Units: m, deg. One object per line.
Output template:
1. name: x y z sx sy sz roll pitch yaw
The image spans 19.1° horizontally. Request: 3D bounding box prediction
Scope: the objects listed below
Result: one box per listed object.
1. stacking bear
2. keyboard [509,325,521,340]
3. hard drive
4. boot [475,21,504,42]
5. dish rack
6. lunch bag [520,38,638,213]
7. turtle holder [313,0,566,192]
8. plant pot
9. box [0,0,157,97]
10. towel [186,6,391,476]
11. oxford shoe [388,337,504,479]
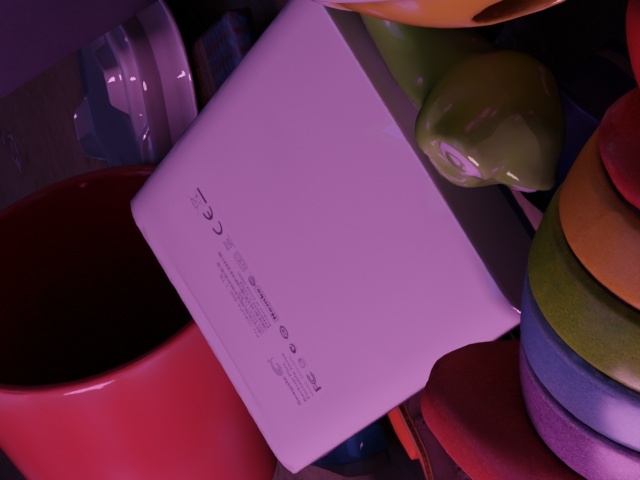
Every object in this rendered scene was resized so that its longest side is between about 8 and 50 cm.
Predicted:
1. stacking bear: 0.170 -0.008 0.830 0.164 0.175 0.289 52 145 40
2. keyboard: 0.136 0.060 1.088 0.201 0.033 0.317 71 175 -65
3. hard drive: 0.000 0.000 1.108 0.210 0.040 0.319 59 149 7
4. boot: -0.031 -0.249 1.066 0.223 0.118 0.338 4 125 51
5. dish rack: -0.176 -0.129 1.726 0.333 0.072 0.285 -124 23 -53
6. lunch bag: 0.147 -0.049 0.980 0.067 0.065 0.098 45 149 24
7. turtle holder: 0.044 -0.186 0.841 0.227 0.243 0.320 46 121 48
8. plant pot: -0.157 0.113 1.566 0.275 0.275 0.243 48 161 50
9. box: -0.202 -0.294 1.262 0.294 0.296 0.182 45 152 18
10. towel: -0.039 0.008 1.555 0.271 0.040 0.370 167 87 -75
11. oxford shoe: 0.113 0.138 1.186 0.098 0.097 0.271 95 152 -42
